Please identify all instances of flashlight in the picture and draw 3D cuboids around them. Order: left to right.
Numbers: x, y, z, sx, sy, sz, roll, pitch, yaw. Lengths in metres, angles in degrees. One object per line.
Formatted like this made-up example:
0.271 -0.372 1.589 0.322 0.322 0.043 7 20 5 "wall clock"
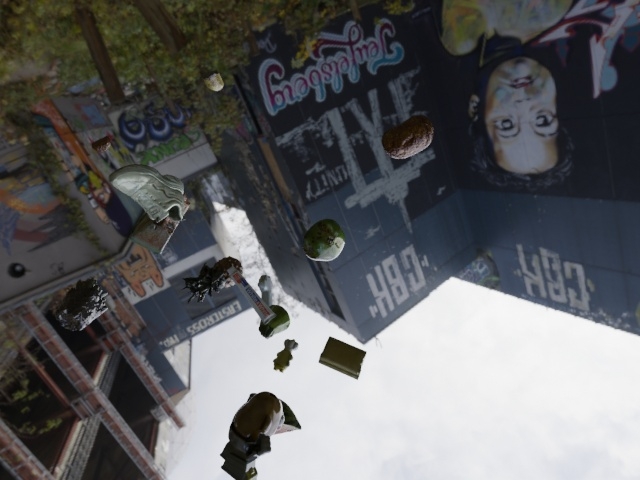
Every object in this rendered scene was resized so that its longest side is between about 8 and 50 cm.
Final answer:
-0.219 0.239 1.715 0.047 0.200 0.093 -9 168 14 "flashlight"

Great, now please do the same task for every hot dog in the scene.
-0.897 -0.397 1.755 0.083 0.035 0.058 -20 -116 11 "hot dog"
0.243 -0.290 1.191 0.147 0.099 0.065 -27 165 22 "hot dog"

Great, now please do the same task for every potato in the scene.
-0.532 -0.782 2.127 0.096 0.103 0.066 3 -127 34 "potato"

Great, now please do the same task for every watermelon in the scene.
-0.756 -0.081 2.069 0.302 0.151 0.264 -19 -143 38 "watermelon"
-0.244 0.723 1.711 0.303 0.159 0.128 -14 172 8 "watermelon"

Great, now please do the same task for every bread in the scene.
0.093 0.478 1.758 0.178 0.060 0.139 20 -136 8 "bread"

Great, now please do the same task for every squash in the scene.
-0.180 0.297 1.479 0.105 0.105 0.132 -10 -167 31 "squash"

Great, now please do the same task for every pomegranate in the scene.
0.010 0.009 1.385 0.143 0.122 0.169 -42 176 -25 "pomegranate"

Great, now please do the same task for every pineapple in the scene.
-0.512 0.179 2.028 0.165 0.166 0.364 -12 -174 26 "pineapple"

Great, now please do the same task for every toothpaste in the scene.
-0.229 0.176 1.401 0.052 0.218 0.033 -38 -179 -27 "toothpaste"

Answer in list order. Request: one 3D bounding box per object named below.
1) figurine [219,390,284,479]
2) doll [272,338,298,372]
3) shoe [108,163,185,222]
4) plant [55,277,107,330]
-0.234 0.670 1.506 0.342 0.167 0.285 21 -92 51 "figurine"
-0.157 0.521 1.944 0.106 0.062 0.162 3 -126 42 "doll"
-0.680 -0.176 1.731 0.132 0.211 0.342 -26 161 24 "shoe"
-0.895 0.238 1.620 0.132 0.129 0.194 1 -141 11 "plant"
